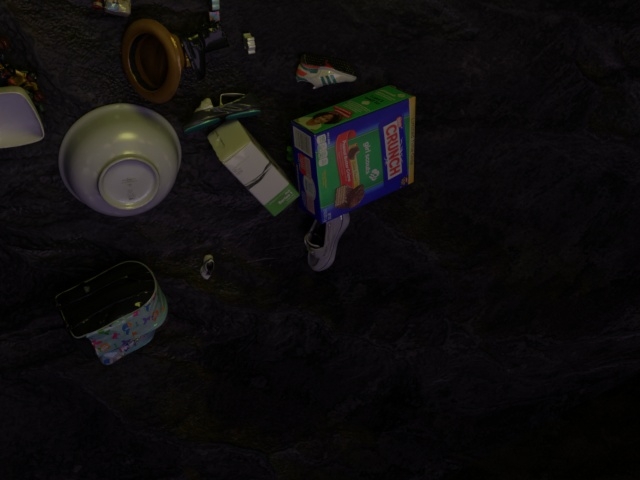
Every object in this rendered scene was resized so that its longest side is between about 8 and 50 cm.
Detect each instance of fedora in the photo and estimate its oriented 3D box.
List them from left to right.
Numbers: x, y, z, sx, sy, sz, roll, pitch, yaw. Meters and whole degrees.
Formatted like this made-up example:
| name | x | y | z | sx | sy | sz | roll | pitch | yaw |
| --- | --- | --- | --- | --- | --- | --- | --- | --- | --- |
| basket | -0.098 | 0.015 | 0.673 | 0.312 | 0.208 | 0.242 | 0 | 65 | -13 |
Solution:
| name | x | y | z | sx | sy | sz | roll | pitch | yaw |
| --- | --- | --- | --- | --- | --- | --- | --- | --- | --- |
| fedora | -0.362 | -0.405 | 1.754 | 0.079 | 0.194 | 0.194 | -36 | 143 | -47 |

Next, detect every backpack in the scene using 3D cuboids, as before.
| name | x | y | z | sx | sy | sz | roll | pitch | yaw |
| --- | --- | --- | --- | --- | --- | --- | --- | --- | --- |
| backpack | -0.527 | 0.180 | 2.033 | 0.254 | 0.225 | 0.191 | -33 | 134 | -12 |

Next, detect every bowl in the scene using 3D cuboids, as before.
| name | x | y | z | sx | sy | sz | roll | pitch | yaw |
| --- | --- | --- | --- | --- | --- | --- | --- | --- | --- |
| bowl | -0.674 | -0.270 | 1.677 | 0.142 | 0.053 | 0.142 | -9 | 139 | 1 |
| bowl | -0.467 | -0.166 | 1.869 | 0.298 | 0.134 | 0.297 | -12 | 127 | -16 |

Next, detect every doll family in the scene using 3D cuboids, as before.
| name | x | y | z | sx | sy | sz | roll | pitch | yaw |
| --- | --- | --- | --- | --- | --- | --- | --- | --- | --- |
| doll family | -0.669 | -0.352 | 1.680 | 0.111 | 0.076 | 0.193 | -27 | 138 | 21 |

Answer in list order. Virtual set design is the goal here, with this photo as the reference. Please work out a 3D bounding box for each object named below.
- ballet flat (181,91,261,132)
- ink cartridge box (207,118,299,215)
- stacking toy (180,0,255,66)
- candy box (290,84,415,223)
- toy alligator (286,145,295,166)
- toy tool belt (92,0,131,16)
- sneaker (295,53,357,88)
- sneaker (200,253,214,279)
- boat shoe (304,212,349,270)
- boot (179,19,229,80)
| name | x | y | z | sx | sy | sz | roll | pitch | yaw |
| --- | --- | --- | --- | --- | --- | --- | --- | --- | --- |
| ballet flat | -0.246 | -0.318 | 1.907 | 0.203 | 0.074 | 0.074 | -17 | 129 | -9 |
| ink cartridge box | -0.169 | -0.188 | 1.968 | 0.093 | 0.160 | 0.219 | -39 | 130 | 4 |
| stacking toy | -0.241 | -0.513 | 1.775 | 0.167 | 0.052 | 0.221 | -13 | 127 | -15 |
| candy box | 0.093 | -0.227 | 2.043 | 0.317 | 0.122 | 0.268 | -26 | 131 | -26 |
| toy alligator | -0.031 | -0.206 | 2.094 | 0.190 | 0.056 | 0.051 | 22 | 156 | -40 |
| toy tool belt | -0.447 | -0.517 | 1.688 | 0.083 | 0.052 | 0.051 | 6 | 89 | -31 |
| sneaker | 0.011 | -0.415 | 1.965 | 0.161 | 0.057 | 0.075 | 5 | 138 | -29 |
| sneaker | -0.314 | 0.080 | 2.177 | 0.032 | 0.037 | 0.083 | -6 | 127 | -23 |
| boat shoe | 0.000 | 0.000 | 2.181 | 0.088 | 0.096 | 0.267 | -16 | 154 | -30 |
| boot | -0.254 | -0.431 | 1.768 | 0.099 | 0.045 | 0.121 | -23 | 123 | -6 |
